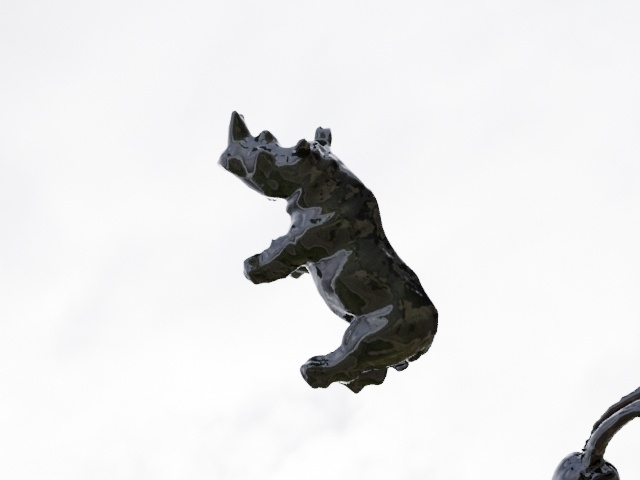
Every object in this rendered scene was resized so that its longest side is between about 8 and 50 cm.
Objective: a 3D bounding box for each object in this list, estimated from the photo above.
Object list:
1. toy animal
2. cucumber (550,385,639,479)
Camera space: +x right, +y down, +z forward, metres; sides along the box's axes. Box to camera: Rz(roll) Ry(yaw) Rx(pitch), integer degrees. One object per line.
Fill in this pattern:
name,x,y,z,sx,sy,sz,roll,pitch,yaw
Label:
toy animal,0.000,0.000,0.779,0.065,0.135,0.047,-33,-4,26
cucumber,0.072,0.121,0.498,0.043,0.039,0.163,-2,-72,2
